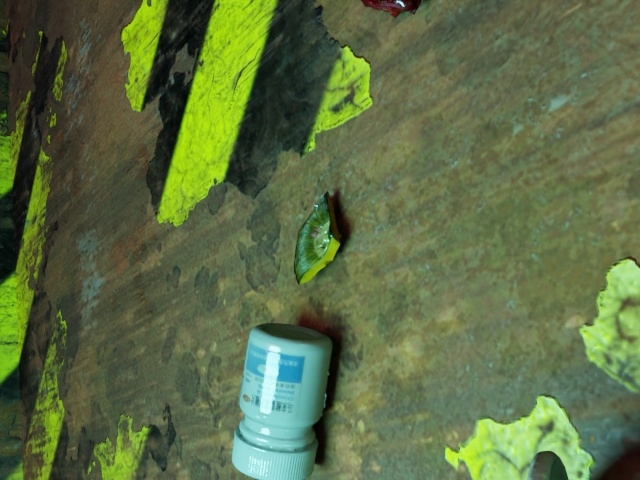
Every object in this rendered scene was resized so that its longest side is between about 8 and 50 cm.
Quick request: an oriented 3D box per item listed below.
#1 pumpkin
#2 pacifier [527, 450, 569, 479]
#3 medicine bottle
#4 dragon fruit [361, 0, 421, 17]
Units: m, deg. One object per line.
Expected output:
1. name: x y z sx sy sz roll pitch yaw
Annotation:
1. pumpkin: 0.000 0.000 0.869 0.101 0.035 0.073 -53 37 39
2. pacifier: 0.190 0.311 0.466 0.220 0.273 0.332 144 122 -75
3. medicine bottle: -0.046 0.191 0.849 0.105 0.105 0.168 14 98 51
4. dragon fruit: 0.061 -0.282 0.793 0.131 0.097 0.063 46 127 20
